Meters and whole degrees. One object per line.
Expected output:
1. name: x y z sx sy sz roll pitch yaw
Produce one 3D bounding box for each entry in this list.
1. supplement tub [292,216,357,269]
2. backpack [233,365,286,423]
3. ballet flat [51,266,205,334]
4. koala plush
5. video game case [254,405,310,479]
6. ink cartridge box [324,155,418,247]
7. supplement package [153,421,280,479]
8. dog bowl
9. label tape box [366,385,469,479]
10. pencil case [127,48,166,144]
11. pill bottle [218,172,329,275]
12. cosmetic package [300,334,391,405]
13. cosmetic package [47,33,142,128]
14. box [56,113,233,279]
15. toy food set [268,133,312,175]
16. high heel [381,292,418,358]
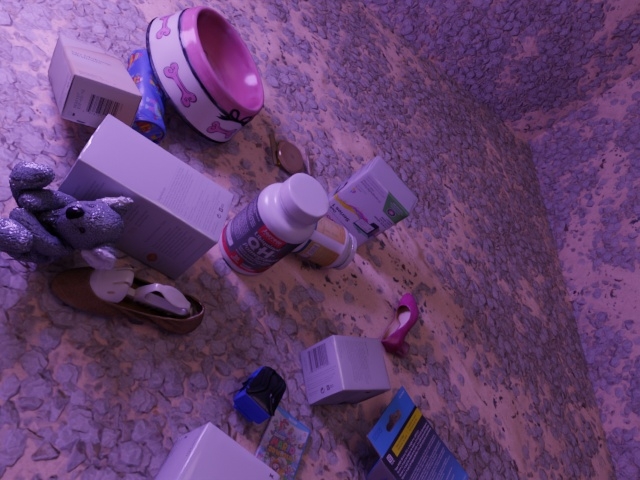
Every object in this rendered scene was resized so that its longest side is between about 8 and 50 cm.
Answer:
1. supplement tub: 0.000 0.000 1.705 0.200 0.144 0.144 27 46 -29
2. backpack: -0.150 0.368 1.328 0.098 0.101 0.120 49 36 -9
3. ballet flat: -0.410 0.123 1.228 0.342 0.124 0.116 27 46 -29
4. koala plush: -0.506 -0.033 1.125 0.221 0.203 0.196 3 64 1
5. video game case: -0.095 0.509 1.350 0.119 0.015 0.166 41 41 -15
6. ink cartridge box: 0.151 -0.119 1.837 0.201 0.278 0.117 45 43 -11
7. supplement package: -0.238 0.540 1.084 0.204 0.145 0.262 43 40 -14
8. dog bowl: -0.322 -0.508 1.642 0.408 0.150 0.408 48 31 -40
9. label tape box: 0.246 0.621 1.536 0.333 0.106 0.240 54 39 1
10. pencil case: -0.484 -0.397 1.532 0.133 0.119 0.306 47 31 -52
11. pill bottle: -0.124 -0.045 1.477 0.176 0.318 0.176 24 49 -30
12. cosmetic package: 0.068 0.359 1.511 0.184 0.151 0.151 12 55 -38
13. cosmetic package: -0.561 -0.386 1.348 0.160 0.113 0.309 12 27 -39
14. box: -0.419 -0.092 1.302 0.345 0.215 0.168 34 43 -24
15. toy food set: -0.110 -0.286 1.893 0.192 0.038 0.132 12 62 -46
16. high heel: 0.256 0.262 1.823 0.117 0.082 0.244 40 53 -32
